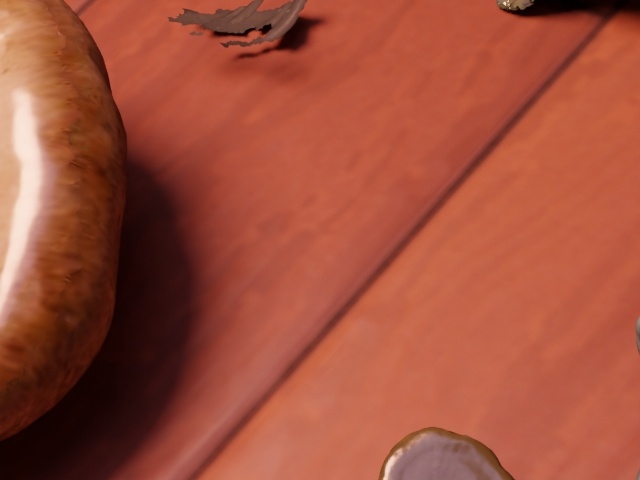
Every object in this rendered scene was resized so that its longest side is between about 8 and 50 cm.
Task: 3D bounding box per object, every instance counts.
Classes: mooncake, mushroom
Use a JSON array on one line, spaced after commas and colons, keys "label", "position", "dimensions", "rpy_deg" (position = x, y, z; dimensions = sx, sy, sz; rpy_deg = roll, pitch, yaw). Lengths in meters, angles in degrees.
[{"label": "mooncake", "position": [0.000, -0.009, 0.683], "dimensions": [0.150, 0.057, 0.347], "rpy_deg": [1, 49, -2]}, {"label": "mushroom", "position": [-0.209, -0.005, 0.676], "dimensions": [0.278, 0.146, 0.278], "rpy_deg": [-6, 62, 11]}]

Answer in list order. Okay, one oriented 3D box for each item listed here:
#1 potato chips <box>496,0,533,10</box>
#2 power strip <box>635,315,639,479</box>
[{"label": "potato chips", "position": [0.157, -0.169, 0.773], "dimensions": [0.167, 0.059, 0.228], "rpy_deg": [-26, 56, 0]}, {"label": "power strip", "position": [0.062, 0.145, 0.527], "dimensions": [0.253, 0.054, 0.167], "rpy_deg": [-31, 65, -10]}]
